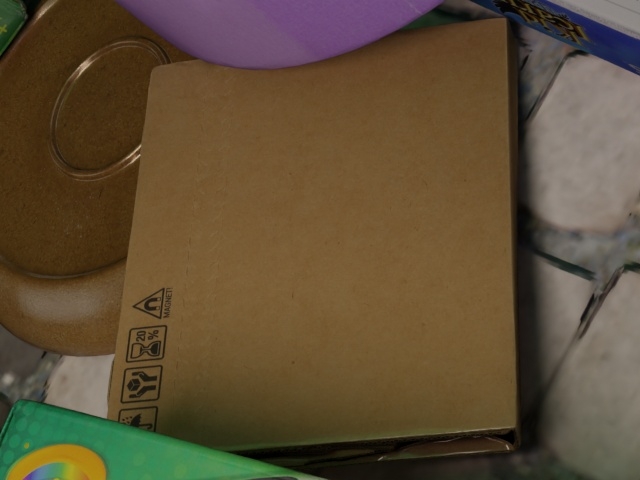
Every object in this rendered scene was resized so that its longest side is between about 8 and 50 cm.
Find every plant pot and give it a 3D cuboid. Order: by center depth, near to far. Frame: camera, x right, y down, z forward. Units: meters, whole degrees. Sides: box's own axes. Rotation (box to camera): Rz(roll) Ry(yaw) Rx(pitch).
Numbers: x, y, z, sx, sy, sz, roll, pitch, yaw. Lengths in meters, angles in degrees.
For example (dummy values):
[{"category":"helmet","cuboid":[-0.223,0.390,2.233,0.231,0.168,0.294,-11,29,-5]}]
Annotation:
[{"category":"plant pot","cuboid":[-0.095,-0.059,0.846,0.236,0.032,0.236,-16,59,29]}]

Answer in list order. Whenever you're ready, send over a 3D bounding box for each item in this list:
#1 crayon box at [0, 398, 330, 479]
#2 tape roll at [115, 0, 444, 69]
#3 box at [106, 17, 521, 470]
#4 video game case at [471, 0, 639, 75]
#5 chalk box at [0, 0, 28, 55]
[{"category":"crayon box","cuboid":[0.031,0.137,0.558,0.278,0.165,0.081,10,72,39]},{"category":"tape roll","cuboid":[-0.009,-0.214,0.747,0.275,0.090,0.275,-18,57,29]},{"category":"box","cuboid":[0.000,0.000,0.708,0.164,0.021,0.201,-6,54,13]},{"category":"video game case","cuboid":[0.150,-0.197,0.720,0.269,0.061,0.244,33,89,42]},{"category":"chalk box","cuboid":[-0.285,-0.129,0.899,0.289,0.180,0.179,-53,41,8]}]
